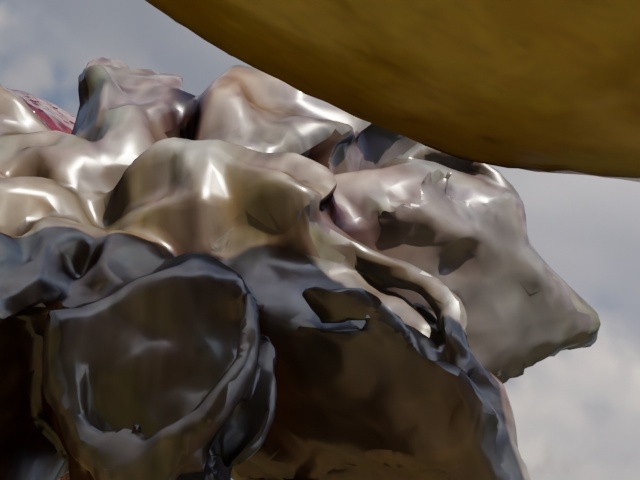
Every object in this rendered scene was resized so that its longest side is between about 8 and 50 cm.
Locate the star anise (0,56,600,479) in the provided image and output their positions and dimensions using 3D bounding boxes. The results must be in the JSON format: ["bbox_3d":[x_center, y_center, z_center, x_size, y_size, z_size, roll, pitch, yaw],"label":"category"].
[{"bbox_3d":[-0.062,0.014,0.652,0.332,0.332,0.117,22,-58,24],"label":"star anise"}]

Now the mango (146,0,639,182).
[{"bbox_3d":[-0.008,-0.172,0.384,0.445,0.220,0.301,33,-14,-28],"label":"mango"}]

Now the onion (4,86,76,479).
[{"bbox_3d":[-0.187,0.051,0.949,0.276,0.276,0.276,27,-24,14],"label":"onion"}]
